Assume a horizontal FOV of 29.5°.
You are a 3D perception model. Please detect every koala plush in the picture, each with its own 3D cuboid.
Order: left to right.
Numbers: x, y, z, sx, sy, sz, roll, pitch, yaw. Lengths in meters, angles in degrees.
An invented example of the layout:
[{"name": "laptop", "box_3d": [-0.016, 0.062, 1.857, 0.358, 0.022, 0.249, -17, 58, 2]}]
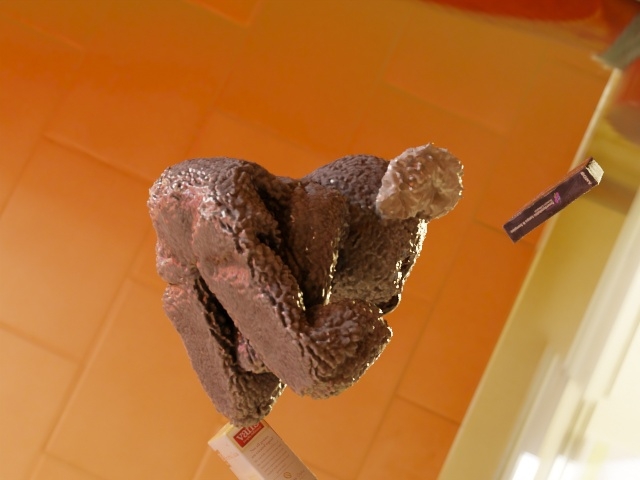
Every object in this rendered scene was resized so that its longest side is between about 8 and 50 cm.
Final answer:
[{"name": "koala plush", "box_3d": [0.000, 0.000, 0.943, 0.203, 0.221, 0.196, 62, 147, 0]}]

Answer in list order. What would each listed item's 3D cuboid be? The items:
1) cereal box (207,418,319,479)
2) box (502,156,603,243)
[{"name": "cereal box", "box_3d": [-0.015, 0.276, 1.241, 0.240, 0.047, 0.173, 49, 164, 2]}, {"name": "box", "box_3d": [0.271, -0.049, 1.412, 0.029, 0.116, 0.162, 53, -164, 2]}]
